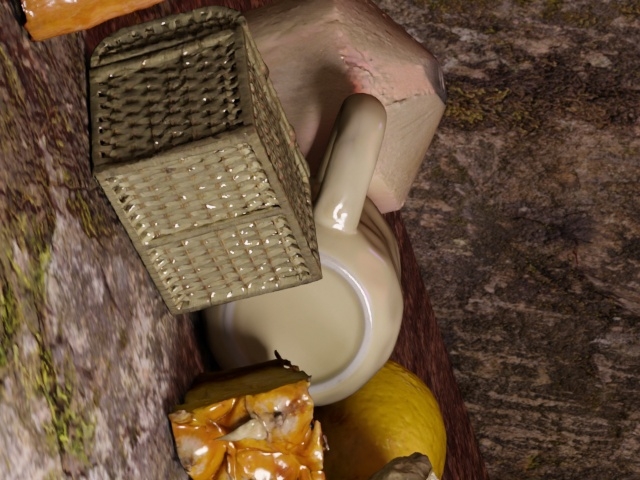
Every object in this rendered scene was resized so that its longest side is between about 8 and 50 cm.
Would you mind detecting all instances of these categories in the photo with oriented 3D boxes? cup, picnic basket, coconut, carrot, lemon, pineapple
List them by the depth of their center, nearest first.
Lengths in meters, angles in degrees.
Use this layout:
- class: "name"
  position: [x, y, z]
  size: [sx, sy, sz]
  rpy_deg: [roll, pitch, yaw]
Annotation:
- class: "carrot"
  position: [-0.111, -0.194, 1.380]
  size: [0.072, 0.205, 0.072]
  rpy_deg: [167, -90, -84]
- class: "picnic basket"
  position: [-0.090, -0.066, 1.553]
  size: [0.196, 0.134, 0.154]
  rpy_deg: [65, 12, -51]
- class: "pineapple"
  position: [-0.051, 0.169, 1.569]
  size: [0.236, 0.115, 0.186]
  rpy_deg: [82, -1, -54]
- class: "cup"
  position: [0.014, 0.015, 1.730]
  size: [0.173, 0.255, 0.202]
  rpy_deg: [42, 12, -8]
- class: "lemon"
  position: [0.032, 0.194, 1.816]
  size: [0.207, 0.170, 0.170]
  rpy_deg: [-80, 155, -59]
- class: "coconut"
  position: [0.002, -0.126, 1.910]
  size: [0.239, 0.244, 0.239]
  rpy_deg: [-15, 90, -83]

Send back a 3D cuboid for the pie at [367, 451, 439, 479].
- class: "pie"
  position: [0.026, 0.315, 1.578]
  size: [0.337, 0.075, 0.337]
  rpy_deg: [15, 90, -82]
